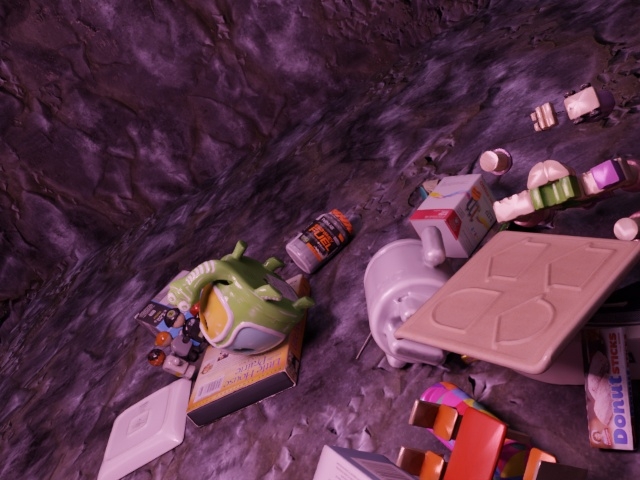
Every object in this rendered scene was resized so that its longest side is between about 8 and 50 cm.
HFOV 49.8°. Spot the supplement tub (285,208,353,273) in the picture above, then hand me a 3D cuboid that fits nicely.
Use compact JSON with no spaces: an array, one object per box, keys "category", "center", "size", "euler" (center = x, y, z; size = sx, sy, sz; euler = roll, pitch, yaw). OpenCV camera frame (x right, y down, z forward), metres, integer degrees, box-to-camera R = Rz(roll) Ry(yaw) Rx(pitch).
[{"category":"supplement tub","center":[0.000,0.000,2.067],"size":[0.190,0.117,0.117],"euler":[-42,24,-12]}]

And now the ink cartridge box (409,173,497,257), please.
[{"category":"ink cartridge box","center":[0.337,-0.062,1.710],"size":[0.127,0.128,0.176],"euler":[0,43,53]}]

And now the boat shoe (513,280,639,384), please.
[{"category":"boat shoe","center":[0.473,0.149,1.167],"size":[0.340,0.127,0.158],"euler":[-4,31,38]}]

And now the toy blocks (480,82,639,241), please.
[{"category":"toy blocks","center":[0.518,-0.108,1.397],"size":[0.288,0.309,0.260],"euler":[-24,-13,41]}]

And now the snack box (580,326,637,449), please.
[{"category":"snack box","center":[0.435,0.222,1.044],"size":[0.064,0.022,0.178],"euler":[-11,74,41]}]

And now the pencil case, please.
[{"category":"pencil case","center":[0.253,0.323,1.147],"size":[0.104,0.104,0.236],"euler":[-39,22,-7]}]

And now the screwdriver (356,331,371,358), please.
[{"category":"screwdriver","center":[0.125,0.214,1.632],"size":[0.024,0.025,0.170],"euler":[-7,46,47]}]

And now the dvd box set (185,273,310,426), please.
[{"category":"dvd box set","center":[-0.181,0.283,1.857],"size":[0.307,0.062,0.420],"euler":[-28,25,19]}]

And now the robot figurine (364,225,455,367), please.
[{"category":"robot figurine","center":[0.196,0.120,1.455],"size":[0.353,0.199,0.300],"euler":[-91,21,-68]}]

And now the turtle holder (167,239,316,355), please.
[{"category":"turtle holder","center":[-0.191,0.160,1.672],"size":[0.227,0.243,0.320],"euler":[-50,-17,13]}]

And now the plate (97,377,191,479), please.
[{"category":"plate","center":[-0.481,0.506,1.871],"size":[0.277,0.045,0.278],"euler":[-32,23,10]}]

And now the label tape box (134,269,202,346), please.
[{"category":"label tape box","center":[-0.442,0.224,2.265],"size":[0.240,0.106,0.333],"euler":[-47,25,-22]}]

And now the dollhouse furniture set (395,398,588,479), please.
[{"category":"dollhouse furniture set","center":[0.195,0.366,0.960],"size":[0.262,0.135,0.259],"euler":[12,84,60]}]

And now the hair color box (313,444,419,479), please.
[{"category":"hair color box","center":[0.036,0.487,0.902],"size":[0.185,0.113,0.374],"euler":[13,84,60]}]

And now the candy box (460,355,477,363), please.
[{"category":"candy box","center":[0.337,0.160,1.421],"size":[0.105,0.027,0.206],"euler":[-30,24,26]}]

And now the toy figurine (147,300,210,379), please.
[{"category":"toy figurine","center":[-0.395,0.269,1.968],"size":[0.209,0.148,0.213],"euler":[-59,12,15]}]

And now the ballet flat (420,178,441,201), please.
[{"category":"ballet flat","center":[0.323,-0.105,1.882],"size":[0.086,0.086,0.248],"euler":[-29,24,16]}]

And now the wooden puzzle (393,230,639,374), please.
[{"category":"wooden puzzle","center":[0.338,0.102,1.163],"size":[0.322,0.080,0.348],"euler":[-39,20,-27]}]

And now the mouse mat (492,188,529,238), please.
[{"category":"mouse mat","center":[0.440,-0.055,1.601],"size":[0.190,0.007,0.152],"euler":[-49,-9,-30]}]
